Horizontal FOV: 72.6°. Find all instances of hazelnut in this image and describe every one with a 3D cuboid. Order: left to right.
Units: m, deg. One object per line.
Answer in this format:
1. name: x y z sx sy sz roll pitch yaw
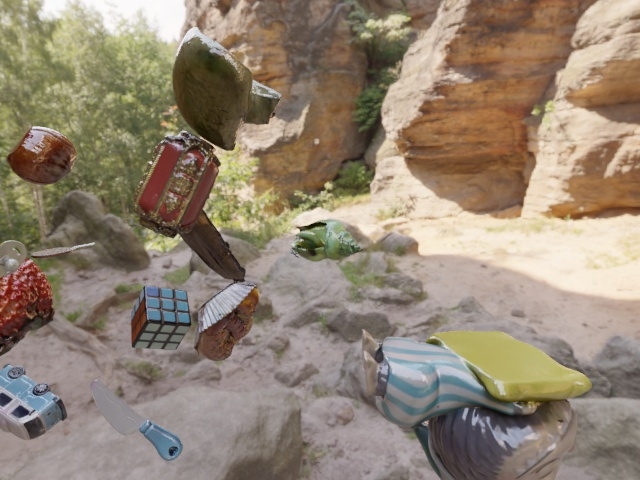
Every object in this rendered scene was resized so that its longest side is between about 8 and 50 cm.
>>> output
1. hazelnut: -0.724 -0.217 1.142 0.142 0.143 0.154 4 56 18

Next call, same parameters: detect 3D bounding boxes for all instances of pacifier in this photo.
1. pacifier: -0.582 0.043 0.809 0.064 0.068 0.083 23 52 30

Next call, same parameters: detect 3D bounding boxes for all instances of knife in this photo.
1. knife: -0.396 0.387 0.923 0.058 0.244 0.032 -52 13 -19

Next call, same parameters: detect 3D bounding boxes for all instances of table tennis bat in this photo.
1. table tennis bat: -0.705 0.028 1.199 0.156 0.013 0.086 -15 16 -39

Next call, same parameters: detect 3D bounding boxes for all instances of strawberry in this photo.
1. strawberry: -0.900 0.159 1.194 0.238 0.289 0.250 -33 15 -4

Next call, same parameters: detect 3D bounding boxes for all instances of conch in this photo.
1. conch: 0.004 0.002 0.913 0.200 0.080 0.095 -7 39 43

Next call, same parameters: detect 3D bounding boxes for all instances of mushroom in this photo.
1. mushroom: -0.269 -0.366 1.100 0.291 0.218 0.212 37 5 -7

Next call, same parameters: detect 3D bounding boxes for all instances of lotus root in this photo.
1. lotus root: -0.349 0.025 1.345 0.167 0.330 0.078 9 48 49

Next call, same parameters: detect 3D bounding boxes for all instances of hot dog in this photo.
1. hot dog: -0.137 0.122 0.640 0.108 0.191 0.059 -38 75 -27

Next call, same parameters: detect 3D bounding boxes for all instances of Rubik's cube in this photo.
1. Rubik's cube: -0.567 0.276 1.542 0.162 0.163 0.161 12 38 -35

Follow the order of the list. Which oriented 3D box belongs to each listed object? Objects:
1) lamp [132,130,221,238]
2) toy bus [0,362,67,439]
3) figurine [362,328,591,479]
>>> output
1. lamp: -0.376 -0.145 1.144 0.176 0.274 0.177 23 -2 1
2. toy bus: -0.468 0.256 0.678 0.122 0.060 0.075 23 38 16
3. figurine: 0.243 0.368 0.773 0.360 0.379 0.266 4 6 3
